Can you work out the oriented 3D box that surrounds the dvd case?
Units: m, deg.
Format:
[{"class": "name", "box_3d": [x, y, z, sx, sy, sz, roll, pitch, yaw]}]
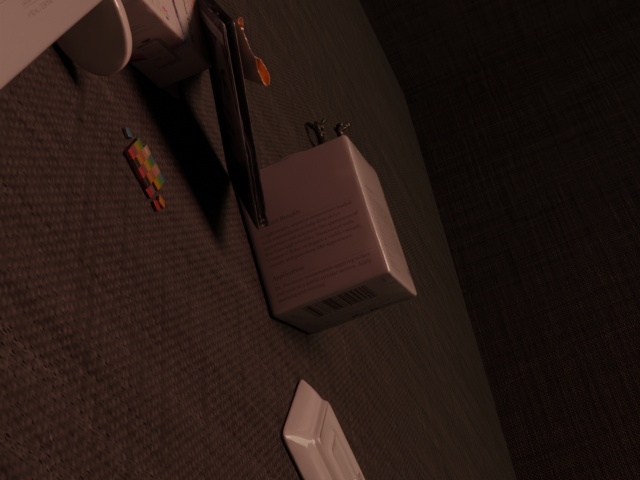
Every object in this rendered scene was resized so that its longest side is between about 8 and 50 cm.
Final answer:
[{"class": "dvd case", "box_3d": [-0.097, -0.142, 1.043, 0.164, 0.018, 0.221, -123, -157, -62]}]

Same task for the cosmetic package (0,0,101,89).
[{"class": "cosmetic package", "box_3d": [-0.261, -0.211, 0.525, 0.377, 0.097, 0.284, -84, 152, -65]}]

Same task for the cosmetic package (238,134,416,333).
[{"class": "cosmetic package", "box_3d": [0.008, -0.003, 1.188, 0.151, 0.151, 0.183, 38, 34, -67]}]

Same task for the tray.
[{"class": "tray", "box_3d": [0.034, 0.294, 1.081, 0.145, 0.030, 0.270, -70, 137, -73]}]

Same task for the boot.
[{"class": "boot", "box_3d": [-0.213, -0.237, 0.830, 0.190, 0.069, 0.086, 62, 16, -18]}]

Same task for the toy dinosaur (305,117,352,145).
[{"class": "toy dinosaur", "box_3d": [0.026, -0.159, 1.752, 0.268, 0.064, 0.118, 21, 56, -69]}]

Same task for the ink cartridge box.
[{"class": "ink cartridge box", "box_3d": [-0.175, -0.238, 0.998, 0.198, 0.067, 0.115, 40, 33, -67]}]

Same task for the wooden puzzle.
[{"class": "wooden puzzle", "box_3d": [-0.164, -0.068, 0.905, 0.049, 0.006, 0.083, -79, 145, -68]}]

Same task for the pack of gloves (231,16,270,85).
[{"class": "pack of gloves", "box_3d": [-0.125, -0.290, 1.127, 0.232, 0.046, 0.195, 32, -33, 60]}]
